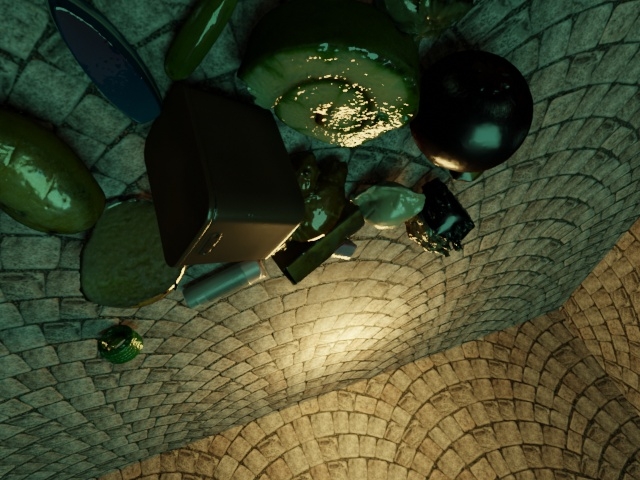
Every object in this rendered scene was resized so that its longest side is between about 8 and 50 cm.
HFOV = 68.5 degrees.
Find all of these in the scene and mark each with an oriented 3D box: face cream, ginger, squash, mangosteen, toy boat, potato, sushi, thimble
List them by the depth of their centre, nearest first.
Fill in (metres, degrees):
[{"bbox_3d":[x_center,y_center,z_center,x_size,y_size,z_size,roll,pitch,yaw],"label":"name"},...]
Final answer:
[{"bbox_3d":[-0.401,-0.338,0.877,0.096,0.062,0.299,-27,146,4],"label":"toy boat"},{"bbox_3d":[-0.224,-0.407,0.895,0.066,0.066,0.252,17,127,-45],"label":"squash"},{"bbox_3d":[0.371,-0.309,1.208,0.306,0.307,0.347,-19,162,-9],"label":"mangosteen"},{"bbox_3d":[-0.469,0.057,1.237,0.288,0.301,0.237,17,160,-2],"label":"potato"},{"bbox_3d":[-0.076,-0.112,1.322,0.357,0.152,0.274,-20,126,-8],"label":"ginger"},{"bbox_3d":[-0.317,0.143,1.566,0.269,0.073,0.107,-25,151,-1],"label":"face cream"},{"bbox_3d":[-0.674,0.350,1.581,0.130,0.118,0.090,-38,144,-13],"label":"thimble"},{"bbox_3d":[0.380,-0.072,1.585,0.218,0.238,0.225,-35,129,21],"label":"sushi"}]

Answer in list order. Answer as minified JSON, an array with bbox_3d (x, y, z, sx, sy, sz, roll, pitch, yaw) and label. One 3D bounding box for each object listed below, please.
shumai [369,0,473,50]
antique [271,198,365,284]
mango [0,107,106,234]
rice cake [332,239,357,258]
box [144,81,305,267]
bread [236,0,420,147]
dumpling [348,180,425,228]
[{"bbox_3d":[0.179,-0.493,0.973,0.255,0.189,0.218,-19,167,-37],"label":"shumai"},{"bbox_3d":[0.000,0.000,1.484,0.310,0.087,0.093,-40,136,-9],"label":"antique"},{"bbox_3d":[-0.585,-0.142,0.952,0.176,0.175,0.330,-54,139,-30],"label":"mango"},{"bbox_3d":[-0.027,0.007,1.574,0.399,0.064,0.070,9,124,-40],"label":"rice cake"},{"bbox_3d":[-0.211,-0.133,1.017,0.229,0.339,0.239,1,148,-39],"label":"box"},{"bbox_3d":[0.018,-0.327,0.984,0.381,0.129,0.366,7,164,-4],"label":"bread"},{"bbox_3d":[0.200,-0.121,1.478,0.258,0.147,0.193,-10,147,35],"label":"dumpling"}]
